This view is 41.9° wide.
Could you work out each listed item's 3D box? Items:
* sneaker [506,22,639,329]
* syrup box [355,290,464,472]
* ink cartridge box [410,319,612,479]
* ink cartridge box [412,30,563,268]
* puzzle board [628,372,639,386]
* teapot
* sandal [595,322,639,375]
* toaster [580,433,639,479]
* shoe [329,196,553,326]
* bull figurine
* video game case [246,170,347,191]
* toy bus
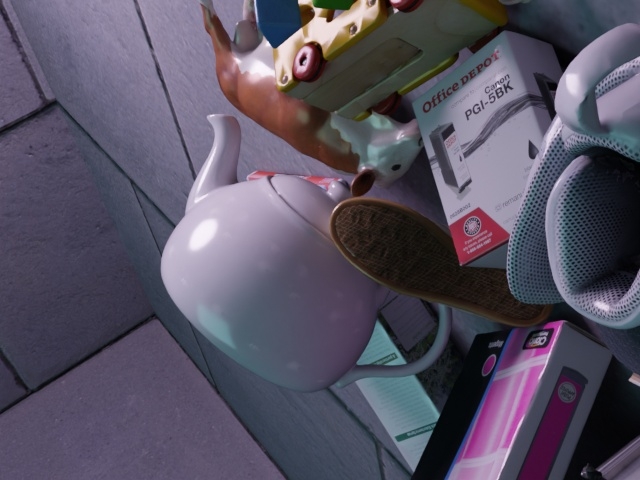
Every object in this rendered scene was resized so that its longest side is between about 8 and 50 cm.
[{"bbox_3d":[0.209,0.022,0.408,0.137,0.210,0.366,32,149,52],"label":"sneaker"},{"bbox_3d":[0.108,0.159,1.005,0.096,0.093,0.237,-32,90,43],"label":"syrup box"},{"bbox_3d":[0.130,0.251,0.753,0.069,0.371,0.176,29,163,-10],"label":"ink cartridge box"},{"bbox_3d":[0.129,-0.061,0.583,0.099,0.056,0.135,-36,60,44],"label":"ink cartridge box"},{"bbox_3d":[0.215,0.103,0.407,0.096,0.011,0.128,29,-178,-2],"label":"puzzle board"},{"bbox_3d":[-0.023,0.023,0.868,0.256,0.187,0.252,32,-167,-36],"label":"teapot"},{"bbox_3d":[0.227,-0.011,0.544,0.097,0.054,0.255,-121,20,-53],"label":"sandal"},{"bbox_3d":[0.298,0.256,0.714,0.168,0.110,0.186,47,159,25],"label":"toaster"},{"bbox_3d":[0.109,0.024,0.784,0.219,0.077,0.058,25,-178,6],"label":"shoe"},{"bbox_3d":[-0.021,-0.165,0.847,0.310,0.101,0.188,30,142,46],"label":"bull figurine"},{"bbox_3d":[0.000,0.000,1.166,0.285,0.025,0.204,13,133,63],"label":"video game case"},{"bbox_3d":[0.053,-0.176,0.628,0.191,0.202,0.104,88,176,-68],"label":"toy bus"}]
